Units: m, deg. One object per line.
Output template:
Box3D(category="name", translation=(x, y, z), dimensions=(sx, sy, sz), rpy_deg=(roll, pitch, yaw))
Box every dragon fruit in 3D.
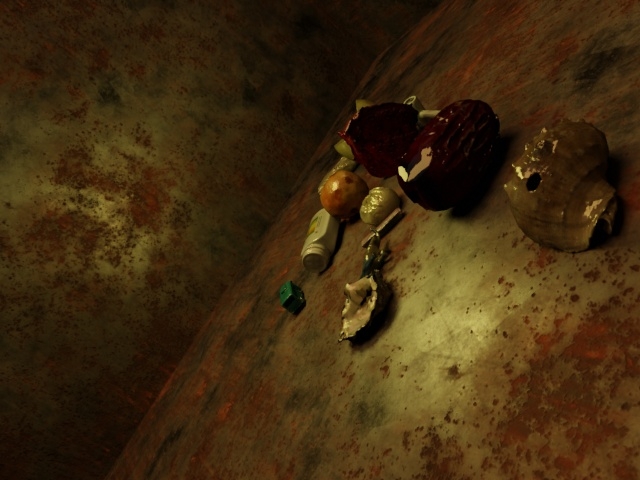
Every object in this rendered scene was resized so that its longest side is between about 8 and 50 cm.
Box3D(category="dragon fruit", translation=(0.217, -0.451, 2.154), dimensions=(0.228, 0.329, 0.286), rpy_deg=(-9, 66, 65))

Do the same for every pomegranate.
Box3D(category="pomegranate", translation=(0.102, -0.208, 2.249), dimensions=(0.215, 0.215, 0.215), rpy_deg=(-47, 18, 20))

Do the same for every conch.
Box3D(category="conch", translation=(0.496, -0.119, 1.103), dimensions=(0.324, 0.186, 0.263), rpy_deg=(-74, 8, -52))

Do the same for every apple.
Box3D(category="apple", translation=(0.225, -0.524, 2.534), dimensions=(0.295, 0.233, 0.258), rpy_deg=(-63, -4, 6))

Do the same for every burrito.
Box3D(category="burrito", translation=(0.103, -0.367, 2.779), dimensions=(0.347, 0.107, 0.175), rpy_deg=(-53, 1, -5))

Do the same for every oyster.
Box3D(category="oyster", translation=(0.131, 0.197, 1.595), dimensions=(0.198, 0.092, 0.259), rpy_deg=(-38, 31, 42))

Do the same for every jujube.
Box3D(category="jujube", translation=(0.384, -0.250, 1.550), dimensions=(0.376, 0.258, 0.258), rpy_deg=(-46, 13, -19))

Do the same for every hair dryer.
Box3D(category="hair dryer", translation=(0.453, -0.535, 2.157), dimensions=(0.073, 0.131, 0.236), rpy_deg=(-46, 29, -7))

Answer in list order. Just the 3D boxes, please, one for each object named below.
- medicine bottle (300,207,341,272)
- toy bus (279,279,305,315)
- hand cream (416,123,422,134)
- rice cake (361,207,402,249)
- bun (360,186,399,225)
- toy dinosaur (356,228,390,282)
Box3D(category="medicine bottle", translation=(0.000, 0.000, 2.279), dimensions=(0.179, 0.124, 0.324), rpy_deg=(-43, 21, 34))
Box3D(category="toy bus", translation=(-0.123, 0.238, 2.179), dimensions=(0.079, 0.092, 0.160), rpy_deg=(-49, 17, 9))
Box3D(category="hand cream", translation=(0.369, -0.472, 2.322), dimensions=(0.055, 0.086, 0.235), rpy_deg=(-44, 6, -29))
Box3D(category="rice cake", translation=(0.227, -0.043, 1.894), dimensions=(0.206, 0.036, 0.047), rpy_deg=(-45, 28, 26))
Box3D(category="bun", translation=(0.218, -0.135, 1.974), dimensions=(0.164, 0.111, 0.188), rpy_deg=(-55, 20, 6))
Box3D(category="toy dinosaur", translation=(0.159, 0.079, 1.789), dimensions=(0.188, 0.075, 0.247), rpy_deg=(-52, 21, 32))
